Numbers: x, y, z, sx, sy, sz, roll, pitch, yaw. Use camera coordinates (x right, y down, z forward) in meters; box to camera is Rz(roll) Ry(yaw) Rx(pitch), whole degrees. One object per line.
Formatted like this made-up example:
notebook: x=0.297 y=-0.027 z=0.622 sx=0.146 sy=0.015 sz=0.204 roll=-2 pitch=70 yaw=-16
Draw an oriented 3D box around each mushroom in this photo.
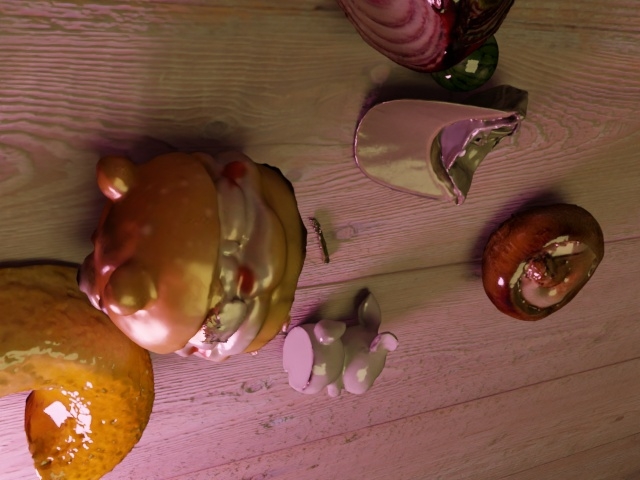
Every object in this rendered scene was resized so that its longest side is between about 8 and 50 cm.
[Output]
mushroom: x=0.424 y=0.036 z=1.371 sx=0.253 sy=0.153 sz=0.253 roll=-16 pitch=135 yaw=-16

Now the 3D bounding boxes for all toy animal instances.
toy animal: x=0.037 y=0.197 z=1.304 sx=0.193 sy=0.127 sz=0.178 roll=-6 pitch=130 yaw=-25

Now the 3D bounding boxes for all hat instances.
hat: x=0.186 y=-0.174 z=1.083 sx=0.245 sy=0.149 sz=0.214 roll=22 pitch=141 yaw=-6

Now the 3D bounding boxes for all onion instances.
onion: x=0.136 y=-0.318 z=0.813 sx=0.206 sy=0.216 sz=0.207 roll=-46 pitch=151 yaw=-10

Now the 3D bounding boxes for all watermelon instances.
watermelon: x=0.200 y=-0.255 z=0.987 sx=0.109 sy=0.109 sz=0.109 roll=-18 pitch=137 yaw=-17

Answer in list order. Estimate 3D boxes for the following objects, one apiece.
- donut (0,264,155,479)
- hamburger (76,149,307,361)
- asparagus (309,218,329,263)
donut: x=-0.431 y=0.217 z=0.997 sx=0.435 sy=0.163 sz=0.377 roll=6 pitch=125 yaw=-35
hamburger: x=-0.174 y=0.018 z=0.899 sx=0.237 sy=0.276 sz=0.276 roll=6 pitch=126 yaw=-39
asparagus: x=0.000 y=0.000 z=1.172 sx=0.015 sy=0.014 sz=0.114 roll=-39 pitch=141 yaw=-20
